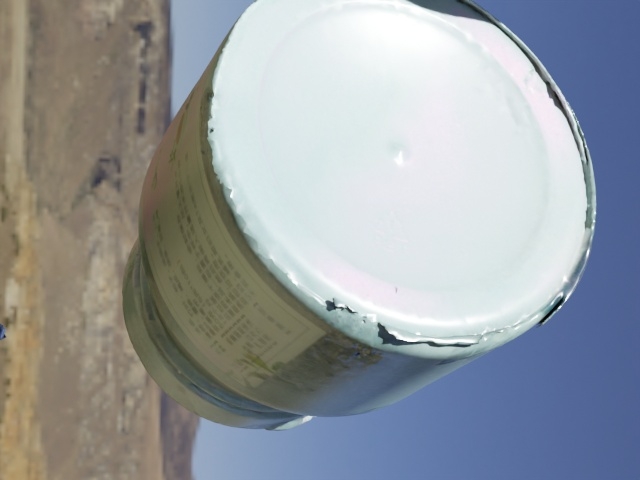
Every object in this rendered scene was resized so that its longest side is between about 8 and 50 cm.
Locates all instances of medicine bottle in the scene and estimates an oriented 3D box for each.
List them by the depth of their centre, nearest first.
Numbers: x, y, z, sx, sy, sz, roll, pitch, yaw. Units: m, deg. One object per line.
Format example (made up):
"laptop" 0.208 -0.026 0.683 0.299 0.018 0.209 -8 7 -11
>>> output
"medicine bottle" 0.000 0.000 0.782 0.290 0.245 0.245 134 -42 -58

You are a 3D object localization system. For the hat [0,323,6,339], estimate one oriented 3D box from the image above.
"hat" -0.427 0.047 1.129 0.161 0.275 0.232 -46 -117 20
